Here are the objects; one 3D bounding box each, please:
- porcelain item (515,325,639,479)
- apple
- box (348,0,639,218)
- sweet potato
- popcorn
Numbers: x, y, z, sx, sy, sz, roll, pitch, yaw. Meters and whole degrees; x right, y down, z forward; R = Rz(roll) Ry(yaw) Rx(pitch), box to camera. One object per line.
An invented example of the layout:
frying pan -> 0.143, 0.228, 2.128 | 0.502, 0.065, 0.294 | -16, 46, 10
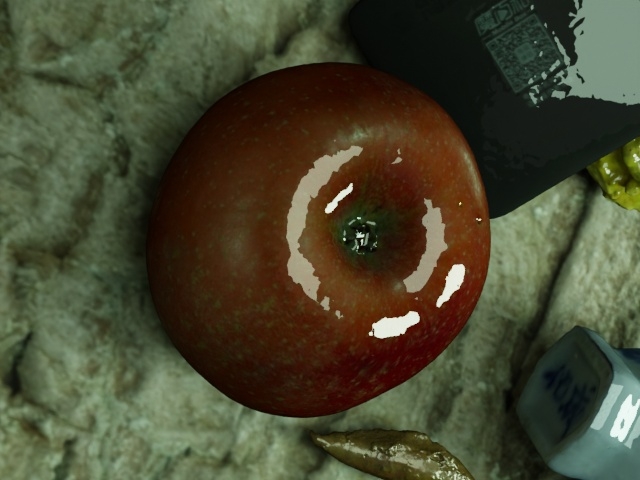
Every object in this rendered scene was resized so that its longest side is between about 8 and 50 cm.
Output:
porcelain item -> 0.422, 0.253, 1.770 | 0.405, 0.242, 0.178 | 32, 102, -20
apple -> 0.000, 0.000, 1.551 | 0.348, 0.277, 0.348 | 0, 90, -26
box -> 0.214, -0.201, 1.691 | 0.290, 0.073, 0.289 | -32, 93, 7
sweet potato -> 0.082, 0.232, 1.708 | 0.206, 0.060, 0.068 | 14, 108, -17
popcorn -> 0.384, -0.123, 1.800 | 0.197, 0.155, 0.198 | -7, 106, -28
